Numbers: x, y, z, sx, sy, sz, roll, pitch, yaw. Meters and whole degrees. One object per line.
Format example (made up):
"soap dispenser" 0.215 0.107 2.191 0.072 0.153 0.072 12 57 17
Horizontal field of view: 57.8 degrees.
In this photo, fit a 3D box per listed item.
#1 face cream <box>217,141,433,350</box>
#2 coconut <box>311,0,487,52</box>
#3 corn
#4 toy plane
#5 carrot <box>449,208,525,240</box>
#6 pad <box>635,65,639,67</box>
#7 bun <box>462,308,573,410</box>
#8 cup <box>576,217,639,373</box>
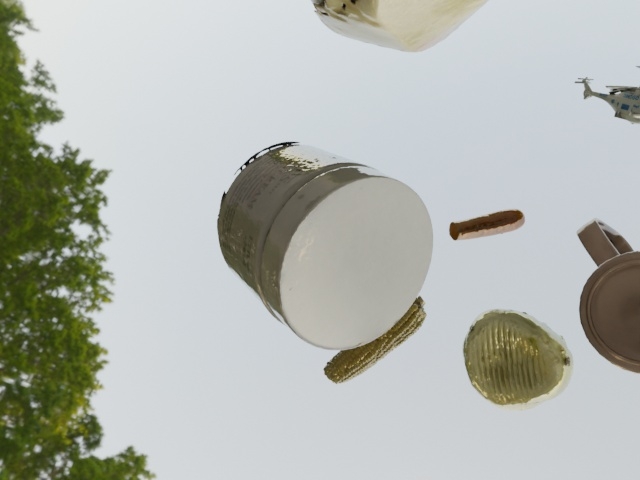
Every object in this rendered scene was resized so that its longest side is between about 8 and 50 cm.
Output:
"face cream" 0.000 0.000 0.592 0.177 0.177 0.153 -50 -142 -6
"coconut" 0.122 -0.407 0.723 0.352 0.352 0.353 -15 -126 22
"corn" 0.128 0.228 1.322 0.288 0.086 0.086 -42 -132 12
"toy plane" 0.777 -0.367 1.530 0.273 0.182 0.107 29 -59 45
"carrot" 0.477 -0.044 1.632 0.225 0.067 0.067 -12 -130 -10
"pad" 0.757 -0.305 1.110 0.265 0.159 0.009 -127 -129 -68
"bun" 0.477 0.289 1.413 0.259 0.160 0.259 2 -84 25
"cup" 0.594 0.092 1.026 0.208 0.273 0.288 -12 -101 39
